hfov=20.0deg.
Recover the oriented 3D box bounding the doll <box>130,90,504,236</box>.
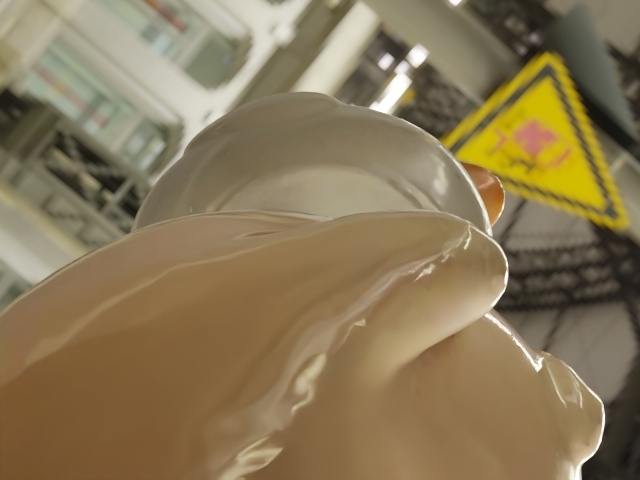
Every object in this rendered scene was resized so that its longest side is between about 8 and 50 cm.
[{"bbox_3d":[0.000,0.000,1.161,0.251,0.221,0.221,-16,-172,-3],"label":"doll"}]

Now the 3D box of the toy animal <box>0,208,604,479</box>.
[{"bbox_3d":[-0.055,0.177,0.471,0.345,0.277,0.247,-28,-152,10],"label":"toy animal"}]
